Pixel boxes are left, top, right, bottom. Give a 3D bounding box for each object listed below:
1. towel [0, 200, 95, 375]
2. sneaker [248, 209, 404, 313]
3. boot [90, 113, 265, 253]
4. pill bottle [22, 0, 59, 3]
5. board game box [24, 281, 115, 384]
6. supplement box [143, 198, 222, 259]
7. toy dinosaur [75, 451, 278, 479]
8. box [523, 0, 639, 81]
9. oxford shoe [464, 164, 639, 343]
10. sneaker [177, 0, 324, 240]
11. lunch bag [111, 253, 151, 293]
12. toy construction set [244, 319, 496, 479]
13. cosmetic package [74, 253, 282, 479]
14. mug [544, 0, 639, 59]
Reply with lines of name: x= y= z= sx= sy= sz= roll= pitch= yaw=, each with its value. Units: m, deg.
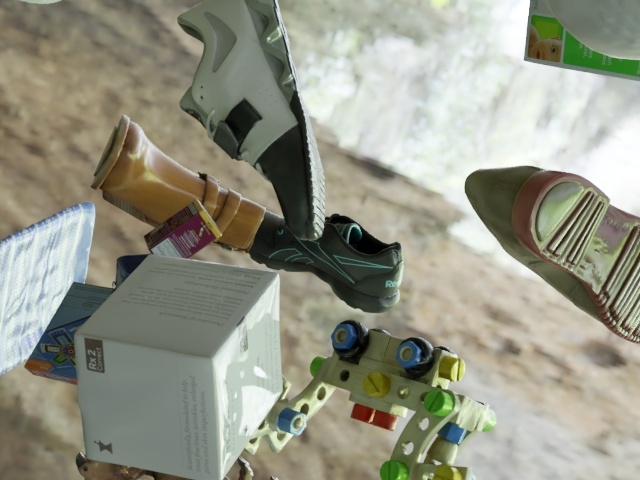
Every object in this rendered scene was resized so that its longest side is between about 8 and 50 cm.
towel: x=-0.449 y=0.083 z=2.509 sx=0.040 sy=0.243 sz=0.336 roll=17 pitch=-161 yaw=14
sneaker: x=0.000 y=0.000 z=2.215 sx=0.267 sy=0.106 sz=0.101 roll=24 pitch=-144 yaw=14
boot: x=-0.182 y=-0.059 z=2.085 sx=0.220 sy=0.109 sz=0.283 roll=23 pitch=161 yaw=2
pill bottle: x=-0.232 y=-0.364 z=1.442 sx=0.162 sy=0.278 sz=0.162 roll=24 pitch=-148 yaw=-16
board game box: x=-0.276 y=0.135 z=2.147 sx=0.281 sy=0.145 sz=0.027 roll=7 pitch=150 yaw=44
supplement box: x=-0.168 y=-0.006 z=1.931 sx=0.043 sy=0.083 sz=0.055 roll=56 pitch=179 yaw=-21
toy dinosaur: x=-0.181 y=0.362 z=2.227 sx=0.296 sy=0.200 sz=0.127 roll=43 pitch=-178 yaw=18
box: x=0.389 y=-0.335 z=1.940 sx=0.231 sy=0.261 sz=0.127 roll=16 pitch=-158 yaw=30
oxford shoe: x=0.285 y=0.005 z=1.740 sx=0.130 sy=0.123 sz=0.348 roll=24 pitch=169 yaw=45
sneaker: x=-0.085 y=-0.142 z=1.885 sx=0.146 sy=0.330 sz=0.122 roll=-17 pitch=163 yaw=2
lunch bag: x=-0.221 y=0.059 z=2.037 sx=0.098 sy=0.065 sz=0.067 roll=-4 pitch=-156 yaw=-18
toy construction set: x=0.066 y=0.213 z=1.901 sx=0.328 sy=0.215 sz=0.151 roll=15 pitch=175 yaw=26
cosmetic package: x=-0.139 y=0.126 z=1.610 sx=0.152 sy=0.151 sz=0.183 roll=8 pitch=-151 yaw=17
mug: x=0.337 y=-0.360 z=1.495 sx=0.374 sy=0.328 sz=0.276 roll=50 pitch=-135 yaw=-6
